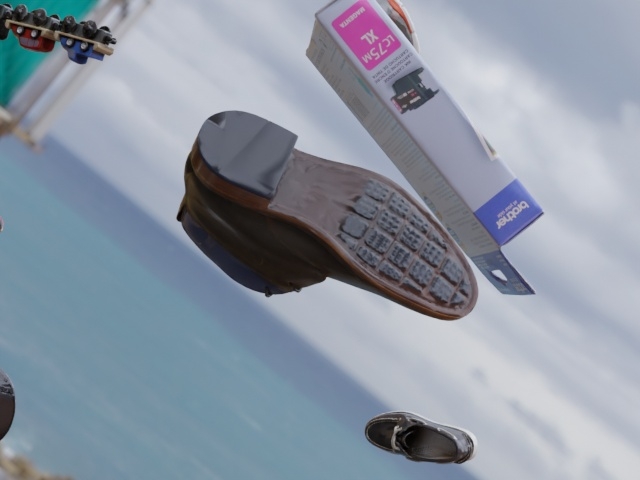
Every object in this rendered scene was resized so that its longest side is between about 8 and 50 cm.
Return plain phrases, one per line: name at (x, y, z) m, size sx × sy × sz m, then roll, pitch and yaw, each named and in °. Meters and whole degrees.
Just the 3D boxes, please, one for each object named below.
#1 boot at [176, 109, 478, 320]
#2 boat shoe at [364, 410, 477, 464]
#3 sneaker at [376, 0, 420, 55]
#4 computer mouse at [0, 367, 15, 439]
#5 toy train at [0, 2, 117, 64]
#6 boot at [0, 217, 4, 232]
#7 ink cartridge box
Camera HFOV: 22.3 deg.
boot at (0.000, 0.000, 1.123) m, size 0.219 × 0.082 × 0.106 m, roll 34°, pitch -34°, yaw -3°
boat shoe at (0.094, 0.199, 1.621) m, size 0.125 × 0.046 × 0.038 m, roll 11°, pitch 7°, yaw 32°
sneaker at (0.064, -0.269, 1.958) m, size 0.158 × 0.065 × 0.061 m, roll 59°, pitch -8°, yaw 16°
computer mouse at (-0.454, 0.167, 1.741) m, size 0.262 × 0.184 × 0.060 m, roll 33°, pitch 17°, yaw 21°
toy train at (-0.233, -0.172, 1.337) m, size 0.158 × 0.036 × 0.027 m, roll 16°, pitch 0°, yaw 29°
boot at (-0.391, 0.027, 1.301) m, size 0.138 × 0.284 × 0.377 m, roll 32°, pitch -37°, yaw 63°
ink cartridge box at (0.105, -0.085, 1.500) m, size 0.311 × 0.065 × 0.186 m, roll 54°, pitch -5°, yaw 0°
